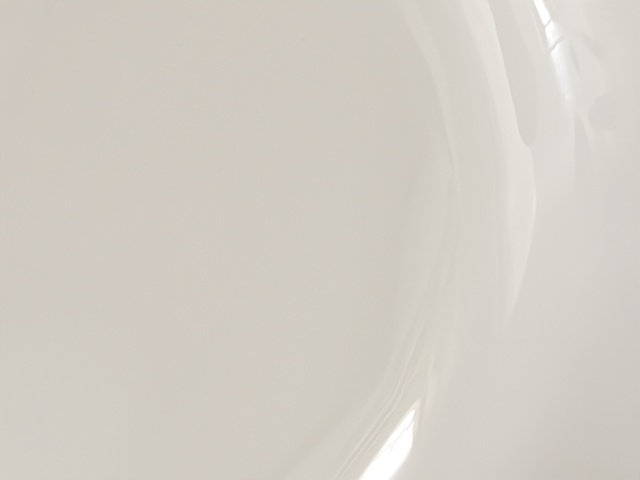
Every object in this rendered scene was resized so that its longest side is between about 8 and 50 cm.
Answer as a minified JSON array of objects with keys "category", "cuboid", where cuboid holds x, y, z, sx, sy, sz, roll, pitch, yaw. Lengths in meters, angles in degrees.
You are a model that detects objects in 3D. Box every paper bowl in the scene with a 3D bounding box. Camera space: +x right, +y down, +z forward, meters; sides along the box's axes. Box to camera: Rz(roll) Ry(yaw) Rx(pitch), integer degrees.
[{"category":"paper bowl","cuboid":[0.000,0.000,0.439,0.284,0.284,0.148,-50,-29,18]}]
